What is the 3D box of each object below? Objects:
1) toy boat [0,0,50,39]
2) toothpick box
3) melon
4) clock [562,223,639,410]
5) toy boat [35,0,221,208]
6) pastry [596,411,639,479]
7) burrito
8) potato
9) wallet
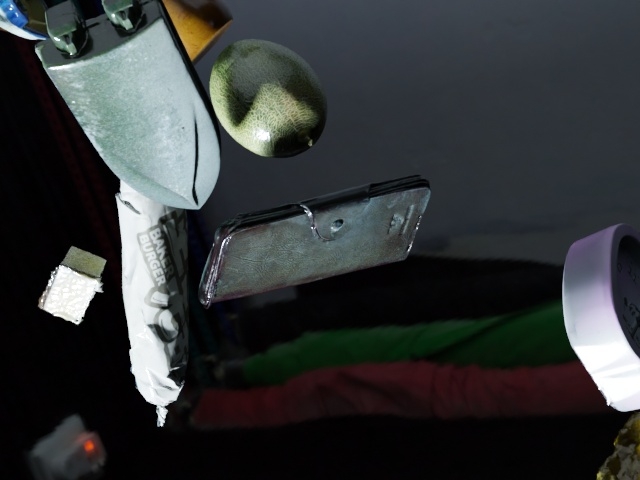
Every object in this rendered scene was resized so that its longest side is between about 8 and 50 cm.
[{"bbox_3d":[-0.398,-0.358,1.358,0.115,0.262,0.114,-4,-126,3],"label":"toy boat"},{"bbox_3d":[-0.296,-0.423,1.739,0.192,0.294,0.192,-47,-173,7],"label":"toothpick box"},{"bbox_3d":[-0.065,-0.181,1.355,0.139,0.139,0.192,-28,-122,-26],"label":"melon"},{"bbox_3d":[0.571,0.142,1.927,0.102,0.339,0.338,-23,-169,37],"label":"clock"},{"bbox_3d":[-0.194,-0.141,1.175,0.141,0.319,0.092,-23,-131,0],"label":"toy boat"},{"bbox_3d":[0.580,0.382,1.724,0.132,0.235,0.240,10,-119,45],"label":"pastry"},{"bbox_3d":[-0.259,0.084,1.649,0.101,0.446,0.139,3,-160,5],"label":"burrito"},{"bbox_3d":[-0.392,0.070,1.672,0.122,0.086,0.061,-56,-163,39],"label":"potato"},{"bbox_3d":[0.000,0.000,1.378,0.318,0.172,0.045,-12,-125,-27],"label":"wallet"}]
